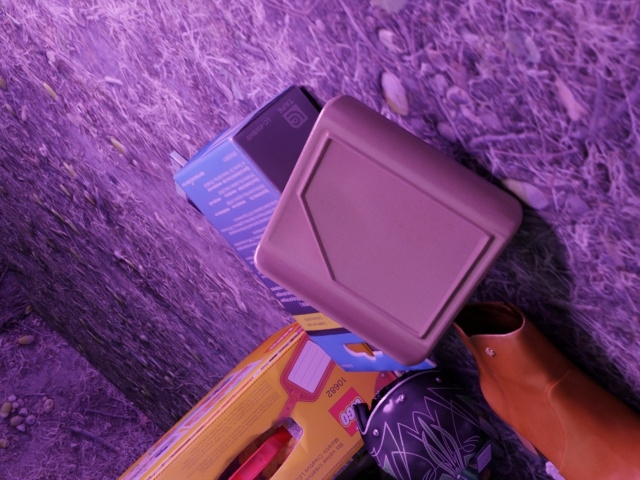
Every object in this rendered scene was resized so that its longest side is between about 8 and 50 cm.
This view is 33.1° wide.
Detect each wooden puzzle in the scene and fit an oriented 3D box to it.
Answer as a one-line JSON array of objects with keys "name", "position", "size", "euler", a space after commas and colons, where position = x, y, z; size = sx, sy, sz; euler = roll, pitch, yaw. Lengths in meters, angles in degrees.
[{"name": "wooden puzzle", "position": [0.063, -0.007, 1.106], "size": [0.221, 0.044, 0.238], "euler": [33, 128, 5]}]

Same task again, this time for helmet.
[{"name": "helmet", "position": [0.132, 0.244, 1.430], "size": [0.169, 0.169, 0.161], "euler": [54, 174, -19]}]

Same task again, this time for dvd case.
[{"name": "dvd case", "position": [-0.194, -0.081, 1.665], "size": [0.087, 0.013, 0.119], "euler": [40, 158, 16]}]

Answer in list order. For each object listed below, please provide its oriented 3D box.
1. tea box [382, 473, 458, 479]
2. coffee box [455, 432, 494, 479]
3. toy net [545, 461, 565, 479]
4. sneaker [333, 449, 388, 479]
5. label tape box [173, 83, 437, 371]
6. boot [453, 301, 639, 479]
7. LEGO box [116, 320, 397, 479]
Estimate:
[{"name": "tea box", "position": [0.212, 0.530, 1.640], "size": [0.329, 0.220, 0.323], "euler": [40, 167, -1]}, {"name": "coffee box", "position": [0.201, 0.318, 1.595], "size": [0.113, 0.040, 0.184], "euler": [32, 156, 28]}, {"name": "toy net", "position": [0.365, 0.303, 1.261], "size": [0.232, 0.045, 0.122], "euler": [15, 145, 57]}, {"name": "sneaker", "position": [0.015, 0.514, 1.845], "size": [0.145, 0.384, 0.147], "euler": [19, 143, 16]}, {"name": "label tape box", "position": [0.000, 0.000, 1.306], "size": [0.347, 0.115, 0.249], "euler": [48, 159, -10]}, {"name": "boot", "position": [0.259, 0.171, 1.132], "size": [0.211, 0.104, 0.295], "euler": [56, 161, -26]}, {"name": "LEGO box", "position": [-0.146, 0.357, 1.691], "size": [0.193, 0.500, 0.372], "euler": [48, 160, -2]}]
